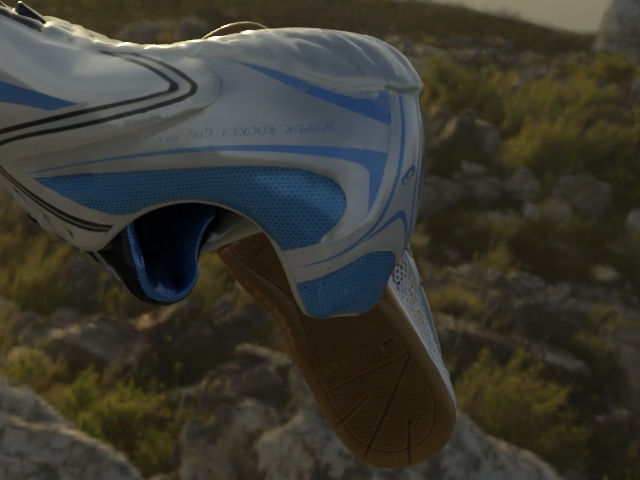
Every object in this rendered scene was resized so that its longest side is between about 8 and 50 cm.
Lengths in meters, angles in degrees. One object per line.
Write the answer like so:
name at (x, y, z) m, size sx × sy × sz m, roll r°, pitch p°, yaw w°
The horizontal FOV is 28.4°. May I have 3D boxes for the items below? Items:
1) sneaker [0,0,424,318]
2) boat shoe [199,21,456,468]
sneaker at (-0.077, -0.029, 0.397) m, size 0.237 × 0.086 × 0.085 m, roll 11°, pitch -1°, yaw 35°
boat shoe at (0.000, 0.000, 0.760) m, size 0.098 × 0.277 × 0.096 m, roll -21°, pitch 10°, yaw 15°
